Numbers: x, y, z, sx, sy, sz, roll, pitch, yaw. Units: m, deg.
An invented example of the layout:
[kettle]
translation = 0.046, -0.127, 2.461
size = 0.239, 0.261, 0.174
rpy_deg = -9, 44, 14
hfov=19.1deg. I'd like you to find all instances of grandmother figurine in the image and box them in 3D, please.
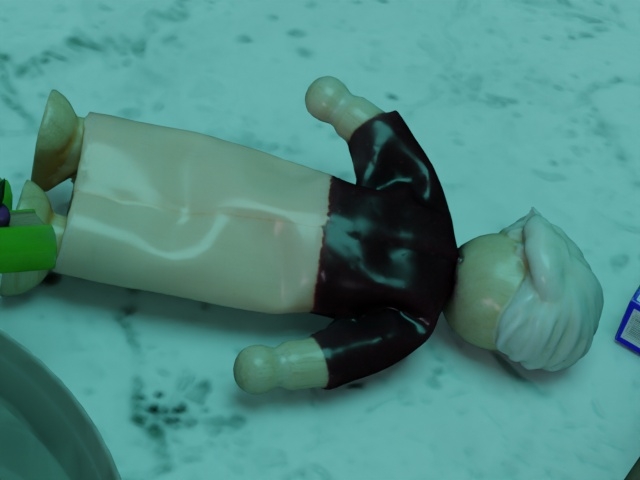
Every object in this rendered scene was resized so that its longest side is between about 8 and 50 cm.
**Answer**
[grandmother figurine]
translation = 0.000, 0.000, 1.106
size = 0.342, 0.104, 0.207
rpy_deg = 14, 73, -5

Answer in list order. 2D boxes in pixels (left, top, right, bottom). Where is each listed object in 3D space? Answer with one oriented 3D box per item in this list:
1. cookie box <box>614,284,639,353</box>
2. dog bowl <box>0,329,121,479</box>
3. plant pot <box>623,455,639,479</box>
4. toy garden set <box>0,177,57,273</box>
[cookie box]
translation = 0.245, 0.039, 1.163
size = 0.092, 0.040, 0.107
rpy_deg = 30, 48, 13
[dog bowl]
translation = -0.263, 0.169, 0.869
size = 0.349, 0.102, 0.348
rpy_deg = 7, 46, -7
[plant pot]
translation = 0.248, 0.170, 0.848
size = 0.280, 0.323, 0.323
rpy_deg = -42, 62, 1
[toy garden set]
translation = -0.278, -0.047, 1.018
size = 0.204, 0.049, 0.244
rpy_deg = -4, 24, -30
